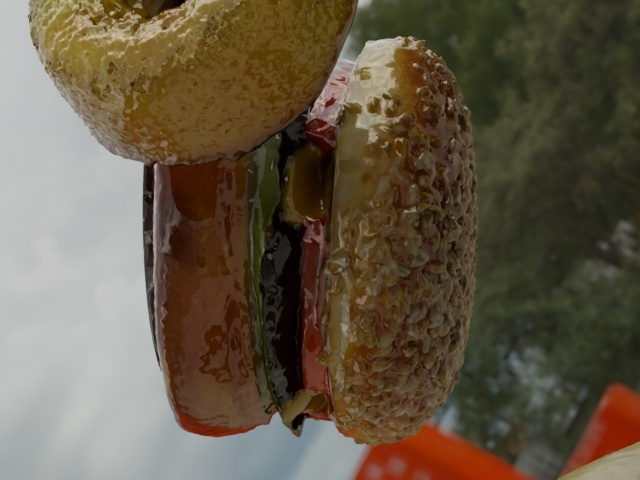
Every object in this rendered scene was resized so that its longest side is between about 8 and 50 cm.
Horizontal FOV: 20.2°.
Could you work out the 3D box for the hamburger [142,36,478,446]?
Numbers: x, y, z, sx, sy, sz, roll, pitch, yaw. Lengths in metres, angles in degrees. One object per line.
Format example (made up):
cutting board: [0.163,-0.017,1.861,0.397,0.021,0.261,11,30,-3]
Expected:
hamburger: [0.000,0.000,1.410,0.330,0.250,0.330,-2,-90,-87]

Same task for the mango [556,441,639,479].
mango: [0.116,0.185,0.537,0.365,0.182,0.253,-9,-89,-38]

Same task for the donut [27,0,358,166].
donut: [-0.079,-0.169,1.164,0.253,0.253,0.118,-59,-42,-12]
